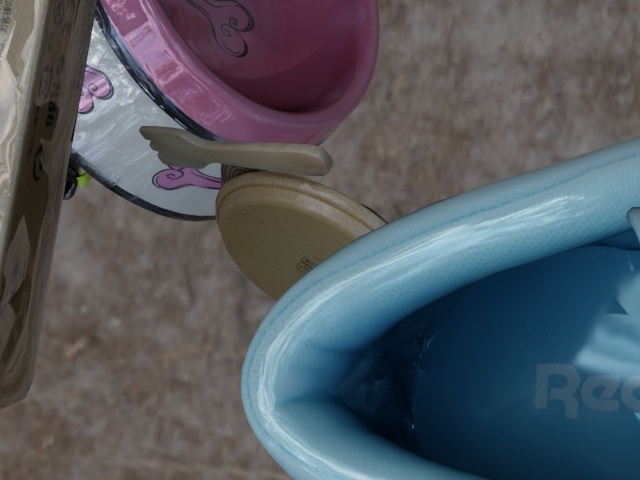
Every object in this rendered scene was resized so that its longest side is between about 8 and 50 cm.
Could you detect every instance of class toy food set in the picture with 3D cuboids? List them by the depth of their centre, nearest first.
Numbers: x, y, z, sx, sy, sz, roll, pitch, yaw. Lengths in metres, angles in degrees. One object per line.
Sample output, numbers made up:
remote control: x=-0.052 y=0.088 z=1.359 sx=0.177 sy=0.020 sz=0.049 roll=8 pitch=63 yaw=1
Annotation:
toy food set: x=0.000 y=0.000 z=0.971 sx=0.132 sy=0.038 sz=0.192 roll=7 pitch=144 yaw=35

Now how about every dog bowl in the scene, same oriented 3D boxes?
dog bowl: x=-0.108 y=-0.233 z=1.692 sx=0.150 sy=0.408 sz=0.408 roll=-23 pitch=118 yaw=37

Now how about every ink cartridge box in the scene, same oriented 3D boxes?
ink cartridge box: x=-0.215 y=-0.053 z=0.857 sx=0.193 sy=0.088 sz=0.235 roll=12 pitch=95 yaw=8

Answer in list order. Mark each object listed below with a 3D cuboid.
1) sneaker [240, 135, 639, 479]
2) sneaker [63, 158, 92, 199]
sneaker: x=0.141 y=0.031 z=0.396 sx=0.366 sy=0.150 sz=0.135 roll=-14 pitch=80 yaw=36
sneaker: x=-0.348 y=-0.058 z=1.879 sx=0.234 sy=0.097 sz=0.084 roll=-16 pitch=132 yaw=-13
